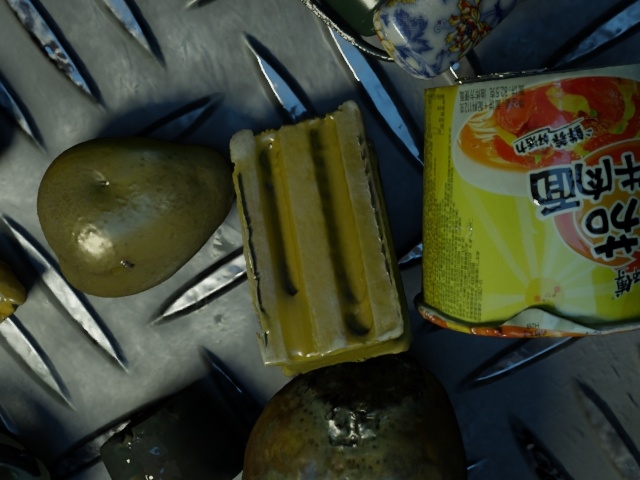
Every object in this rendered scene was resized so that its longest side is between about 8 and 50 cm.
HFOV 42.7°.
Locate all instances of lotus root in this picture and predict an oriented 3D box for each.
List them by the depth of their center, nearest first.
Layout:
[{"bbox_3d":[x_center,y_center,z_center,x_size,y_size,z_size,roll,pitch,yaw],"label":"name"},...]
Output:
[{"bbox_3d":[0.040,0.280,0.825,0.251,0.250,0.345,2,108,4],"label":"lotus root"}]

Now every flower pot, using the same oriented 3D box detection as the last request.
[{"bbox_3d":[-0.162,0.229,0.877,0.157,0.157,0.106,-36,89,14],"label":"flower pot"}]

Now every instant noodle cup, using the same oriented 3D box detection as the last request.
[{"bbox_3d":[0.202,-0.045,0.712,0.265,0.264,0.200,-5,97,6],"label":"instant noodle cup"}]

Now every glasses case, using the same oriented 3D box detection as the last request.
[{"bbox_3d":[0.143,-0.240,0.691,0.087,0.065,0.248,46,75,-25],"label":"glasses case"}]

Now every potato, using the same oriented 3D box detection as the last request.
[{"bbox_3d":[-0.176,-0.031,0.801,0.194,0.157,0.157,-22,105,-3],"label":"potato"}]

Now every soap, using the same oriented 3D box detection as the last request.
[{"bbox_3d":[0.000,-0.001,0.767,0.135,0.076,0.233,-14,73,10],"label":"soap"}]

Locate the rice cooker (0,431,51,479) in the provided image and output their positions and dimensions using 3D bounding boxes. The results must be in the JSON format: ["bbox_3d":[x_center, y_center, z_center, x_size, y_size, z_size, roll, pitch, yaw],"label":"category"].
[{"bbox_3d":[-0.422,0.318,0.887,0.226,0.226,0.244,23,111,-3],"label":"rice cooker"}]

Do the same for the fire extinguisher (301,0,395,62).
[{"bbox_3d":[0.020,-0.259,0.731,0.294,0.093,0.118,43,106,-10],"label":"fire extinguisher"}]

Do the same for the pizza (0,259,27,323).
[{"bbox_3d":[-0.486,0.044,0.876,0.258,0.087,0.268,-41,98,12],"label":"pizza"}]
